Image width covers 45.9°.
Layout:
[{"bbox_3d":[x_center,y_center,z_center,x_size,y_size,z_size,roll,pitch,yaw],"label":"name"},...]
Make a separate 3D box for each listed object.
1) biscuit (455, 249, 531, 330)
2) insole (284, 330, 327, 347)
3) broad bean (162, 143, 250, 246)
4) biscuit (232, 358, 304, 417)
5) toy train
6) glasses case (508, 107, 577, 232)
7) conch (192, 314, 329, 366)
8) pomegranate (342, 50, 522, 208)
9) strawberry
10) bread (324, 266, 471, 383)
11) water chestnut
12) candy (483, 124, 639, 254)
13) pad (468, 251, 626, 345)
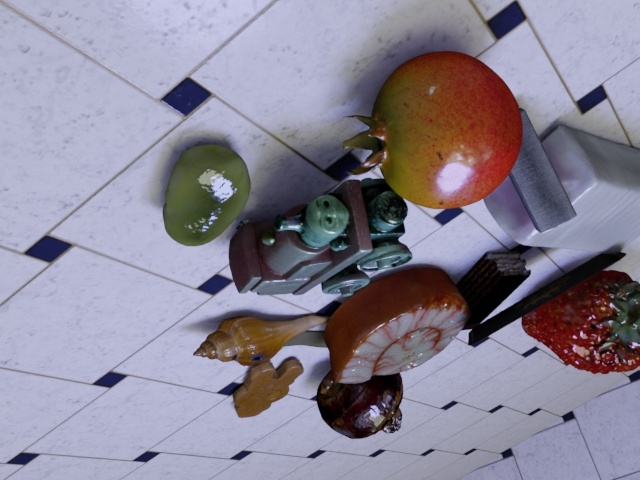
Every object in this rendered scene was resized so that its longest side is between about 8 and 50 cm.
[{"bbox_3d":[0.373,0.118,1.746,0.106,0.070,0.252,-2,142,-34],"label":"biscuit"},{"bbox_3d":[0.005,0.222,1.712,0.253,0.005,0.086,5,138,-40],"label":"insole"},{"bbox_3d":[-0.165,-0.059,1.091,0.124,0.082,0.174,2,141,-34],"label":"broad bean"},{"bbox_3d":[-0.132,0.349,1.780,0.144,0.040,0.236,5,140,-29],"label":"biscuit"},{"bbox_3d":[0.000,0.000,1.189,0.222,0.150,0.304,-2,161,-27],"label":"toy train"},{"bbox_3d":[0.356,-0.117,1.275,0.071,0.205,0.047,-28,-168,7],"label":"glasses case"},{"bbox_3d":[-0.108,0.199,1.512,0.330,0.093,0.109,-3,125,-36],"label":"conch"},{"bbox_3d":[0.157,-0.147,1.067,0.257,0.220,0.221,-12,147,-8],"label":"pomegranate"},{"bbox_3d":[0.671,0.205,1.952,0.312,0.267,0.351,18,166,-15],"label":"strawberry"},{"bbox_3d":[0.175,0.187,1.657,0.328,0.114,0.295,-1,137,-38],"label":"bread"},{"bbox_3d":[0.114,0.380,1.824,0.223,0.238,0.223,-48,-175,6],"label":"water chestnut"},{"bbox_3d":[0.509,-0.084,1.462,0.359,0.145,0.208,6,138,-42],"label":"candy"},{"bbox_3d":[0.476,0.097,1.685,0.375,0.063,0.315,-32,175,10],"label":"pad"}]
